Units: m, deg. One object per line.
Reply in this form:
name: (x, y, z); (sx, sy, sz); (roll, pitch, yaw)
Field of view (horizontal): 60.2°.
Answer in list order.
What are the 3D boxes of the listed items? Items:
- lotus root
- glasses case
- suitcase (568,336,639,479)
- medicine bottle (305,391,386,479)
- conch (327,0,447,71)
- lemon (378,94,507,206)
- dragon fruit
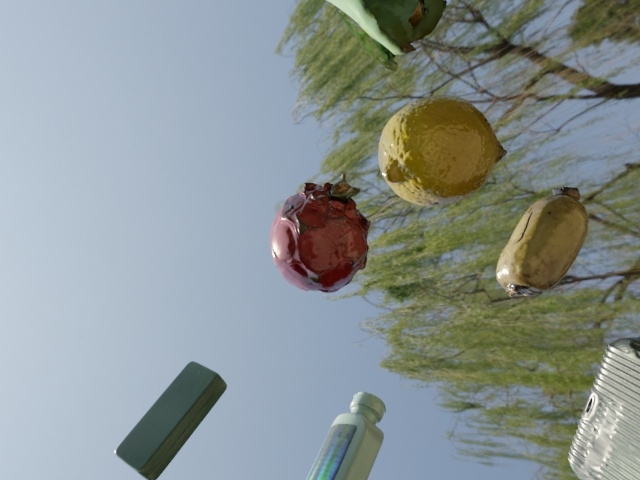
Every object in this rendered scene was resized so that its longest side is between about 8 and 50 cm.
lotus root: (0.501, 0.003, 1.231); (0.146, 0.160, 0.284); (31, -100, -7)
glasses case: (-0.234, 0.282, 0.879); (0.184, 0.078, 0.039); (-51, -44, -29)
suitcase: (0.431, 0.239, 0.577); (0.128, 0.312, 0.202); (10, -79, -29)
medicine bottle: (0.051, 0.395, 1.028); (0.083, 0.121, 0.229); (41, -126, -15)
conch: (0.025, -0.196, 0.349); (0.079, 0.106, 0.170); (-22, -109, -51)
lemon: (0.235, -0.184, 1.144); (0.253, 0.228, 0.228); (-7, -96, -23)
dragon fruit: (0.000, 0.000, 0.908); (0.172, 0.209, 0.172); (8, -131, -9)
